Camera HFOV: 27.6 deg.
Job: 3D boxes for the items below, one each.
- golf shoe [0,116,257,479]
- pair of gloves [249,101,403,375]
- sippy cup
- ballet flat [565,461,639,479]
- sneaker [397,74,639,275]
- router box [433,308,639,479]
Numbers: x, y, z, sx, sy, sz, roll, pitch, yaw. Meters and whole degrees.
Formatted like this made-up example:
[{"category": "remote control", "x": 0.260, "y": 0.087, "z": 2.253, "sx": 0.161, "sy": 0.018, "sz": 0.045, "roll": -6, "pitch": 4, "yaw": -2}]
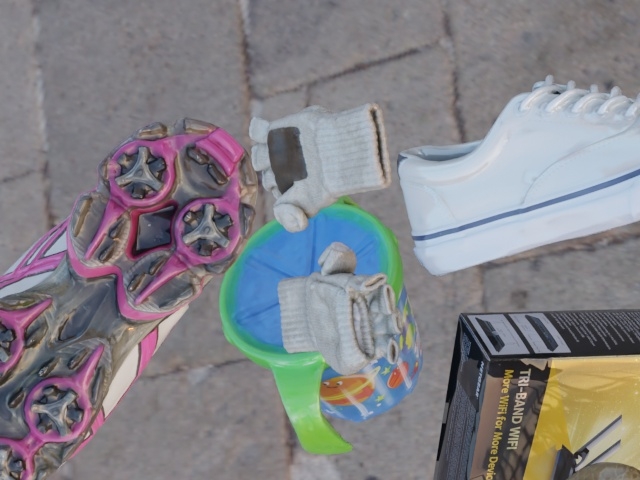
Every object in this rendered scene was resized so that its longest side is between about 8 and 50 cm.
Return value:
[{"category": "golf shoe", "x": -0.092, "y": 0.034, "z": 0.472, "sx": 0.186, "sy": 0.086, "sz": 0.067, "roll": -43, "pitch": 92, "yaw": -1}, {"category": "pair of gloves", "x": 0.000, "y": 0.000, "z": 1.162, "sx": 0.204, "sy": 0.042, "sz": 0.240, "roll": 7, "pitch": 104, "yaw": 60}, {"category": "sippy cup", "x": 0.022, "y": 0.108, "z": 1.648, "sx": 0.240, "sy": 0.224, "sz": 0.305, "roll": 28, "pitch": 71, "yaw": 38}, {"category": "ballet flat", "x": 0.091, "y": 0.280, "z": 0.708, "sx": 0.116, "sy": 0.124, "sz": 0.342, "roll": 38, "pitch": 115, "yaw": 41}, {"category": "sneaker", "x": 0.151, "y": -0.054, "z": 0.772, "sx": 0.258, "sy": 0.094, "sz": 0.091, "roll": -21, "pitch": 97, "yaw": 32}, {"category": "router box", "x": 0.223, "y": 0.210, "z": 1.122, "sx": 0.081, "sy": 0.243, "sz": 0.309, "roll": -116, "pitch": 28, "yaw": -61}]
